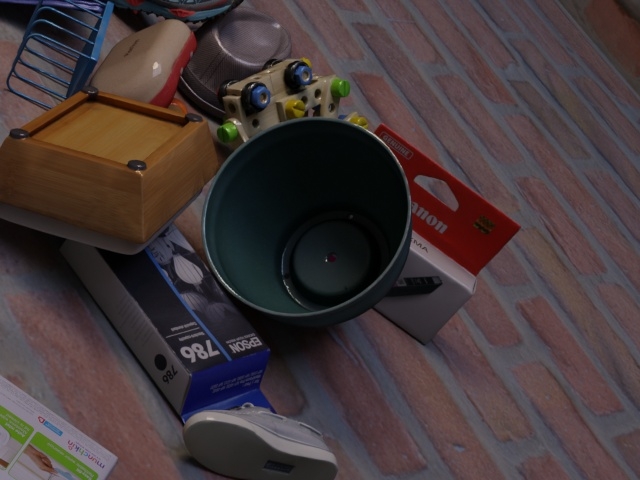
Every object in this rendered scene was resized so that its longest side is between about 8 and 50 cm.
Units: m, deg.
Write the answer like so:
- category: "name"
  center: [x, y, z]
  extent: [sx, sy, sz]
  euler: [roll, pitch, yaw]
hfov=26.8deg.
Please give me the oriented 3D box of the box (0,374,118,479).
- category: "box"
  center: [-0.372, 0.243, 1.336]
  extent: [0.262, 0.127, 0.231]
  euler: [36, 33, -6]

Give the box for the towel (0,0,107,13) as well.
- category: "towel"
  center: [-0.458, -0.473, 2.157]
  extent: [0.243, 0.040, 0.336]
  euler: [3, 41, -11]

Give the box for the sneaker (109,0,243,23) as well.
- category: "sneaker"
  center: [-0.248, -0.432, 2.200]
  extent: [0.261, 0.125, 0.104]
  euler: [11, 37, 21]

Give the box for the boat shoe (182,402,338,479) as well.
- category: "boat shoe"
  center: [-0.080, 0.250, 1.685]
  extent: [0.227, 0.079, 0.081]
  euler: [23, 26, -32]

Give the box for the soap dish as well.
- category: "soap dish"
  center: [-0.282, -0.101, 1.777]
  extent: [0.228, 0.118, 0.291]
  euler: [16, 25, 10]

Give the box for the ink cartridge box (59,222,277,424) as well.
- category: "ink cartridge box"
  center: [-0.185, 0.104, 1.761]
  extent: [0.333, 0.065, 0.165]
  euler: [52, 33, 17]

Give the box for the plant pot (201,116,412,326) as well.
- category: "plant pot"
  center: [0.000, 0.000, 1.902]
  extent: [0.293, 0.293, 0.196]
  euler: [57, -1, 26]

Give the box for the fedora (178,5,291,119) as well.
- category: "fedora"
  center: [-0.131, -0.313, 2.271]
  extent: [0.244, 0.124, 0.275]
  euler: [47, 33, 11]

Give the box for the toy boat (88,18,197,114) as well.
- category: "toy boat"
  center: [-0.255, -0.227, 2.055]
  extent: [0.151, 0.151, 0.231]
  euler: [60, 24, -25]

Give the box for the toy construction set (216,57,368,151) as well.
- category: "toy construction set"
  center: [-0.057, -0.173, 2.151]
  extent: [0.327, 0.151, 0.215]
  euler: [-44, 128, -52]

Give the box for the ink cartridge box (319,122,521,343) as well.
- category: "ink cartridge box"
  center: [0.127, -0.006, 2.046]
  extent: [0.275, 0.239, 0.060]
  euler: [36, 31, -5]

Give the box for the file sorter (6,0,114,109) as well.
- category: "file sorter"
  center: [-0.386, -0.287, 1.987]
  extent: [0.104, 0.118, 0.170]
  euler: [25, 35, -17]
